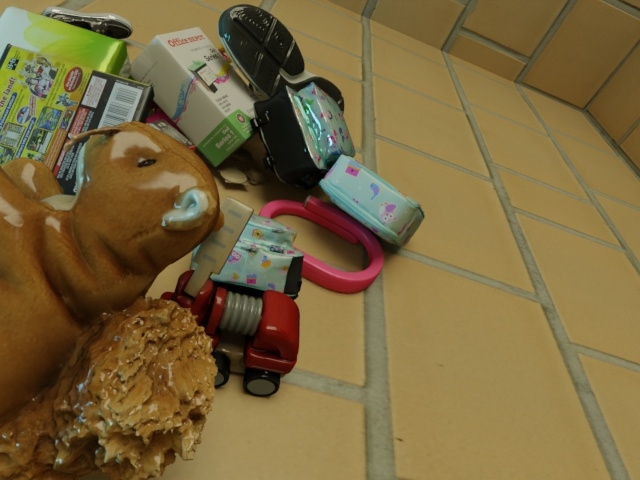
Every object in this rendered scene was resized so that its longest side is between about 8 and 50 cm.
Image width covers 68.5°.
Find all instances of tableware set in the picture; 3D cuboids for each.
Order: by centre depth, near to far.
[{"bbox_3d":[-0.204,-0.181,1.134,0.141,0.020,0.169,-11,48,-44],"label":"tableware set"}]

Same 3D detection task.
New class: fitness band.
[{"bbox_3d":[0.000,0.000,1.021,0.290,0.054,0.209,28,38,4],"label":"fitness band"}]

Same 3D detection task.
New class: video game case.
[{"bbox_3d":[-0.446,-0.175,0.793,0.248,0.035,0.275,15,74,-8],"label":"video game case"}]

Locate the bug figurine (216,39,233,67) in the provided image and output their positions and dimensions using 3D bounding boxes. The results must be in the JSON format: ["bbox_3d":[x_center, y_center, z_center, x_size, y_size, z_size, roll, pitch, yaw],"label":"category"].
[{"bbox_3d":[-0.223,-0.535,1.374,0.278,0.072,0.216,0,3,17],"label":"bug figurine"}]

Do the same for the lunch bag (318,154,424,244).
[{"bbox_3d":[0.118,-0.087,1.070,0.224,0.108,0.279,37,6,15],"label":"lunch bag"}]

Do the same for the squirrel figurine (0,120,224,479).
[{"bbox_3d":[-0.258,0.066,0.530,0.370,0.281,0.397,-29,87,-13],"label":"squirrel figurine"}]

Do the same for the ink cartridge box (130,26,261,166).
[{"bbox_3d":[-0.265,-0.337,1.089,0.278,0.117,0.201,49,29,-13],"label":"ink cartridge box"}]

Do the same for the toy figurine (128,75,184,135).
[{"bbox_3d":[-0.379,-0.294,1.118,0.159,0.130,0.173,57,20,14],"label":"toy figurine"}]

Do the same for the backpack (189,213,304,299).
[{"bbox_3d":[-0.132,0.024,0.826,0.188,0.145,0.166,4,6,-13],"label":"backpack"}]

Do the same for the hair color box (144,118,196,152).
[{"bbox_3d":[-0.303,-0.135,0.905,0.093,0.167,0.053,39,39,15],"label":"hair color box"}]

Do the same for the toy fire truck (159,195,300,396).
[{"bbox_3d":[-0.122,0.087,0.693,0.217,0.246,0.159,16,40,-14],"label":"toy fire truck"}]

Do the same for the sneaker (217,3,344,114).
[{"bbox_3d":[-0.154,-0.430,1.253,0.257,0.169,0.447,14,-10,39],"label":"sneaker"}]

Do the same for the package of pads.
[{"bbox_3d":[-0.521,-0.269,0.875,0.229,0.101,0.297,17,72,-5],"label":"package of pads"}]

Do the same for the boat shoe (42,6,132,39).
[{"bbox_3d":[-0.640,-0.588,1.308,0.228,0.080,0.076,-3,64,-37],"label":"boat shoe"}]

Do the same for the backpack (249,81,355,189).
[{"bbox_3d":[-0.028,-0.240,1.119,0.253,0.191,0.225,6,63,-77],"label":"backpack"}]
